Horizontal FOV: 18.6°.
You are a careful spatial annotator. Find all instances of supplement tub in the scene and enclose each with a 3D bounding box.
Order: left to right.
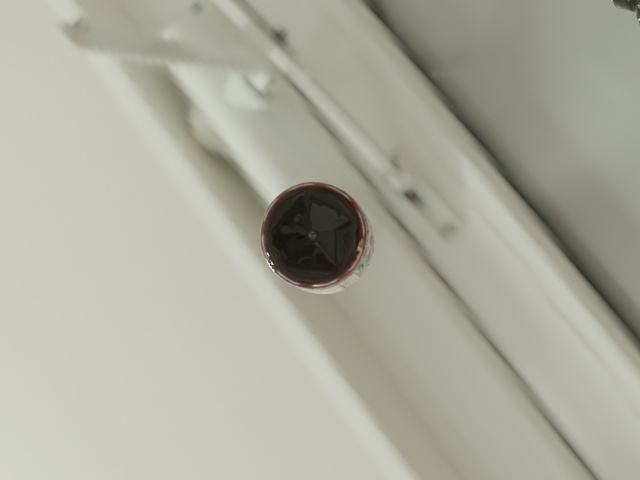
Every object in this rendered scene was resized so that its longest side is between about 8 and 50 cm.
[{"bbox_3d":[0.000,0.000,1.937,0.106,0.106,0.198,49,-179,5],"label":"supplement tub"}]

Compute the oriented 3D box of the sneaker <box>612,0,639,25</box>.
[{"bbox_3d":[0.312,-0.250,1.725,0.089,0.170,0.051,24,-164,40],"label":"sneaker"}]
